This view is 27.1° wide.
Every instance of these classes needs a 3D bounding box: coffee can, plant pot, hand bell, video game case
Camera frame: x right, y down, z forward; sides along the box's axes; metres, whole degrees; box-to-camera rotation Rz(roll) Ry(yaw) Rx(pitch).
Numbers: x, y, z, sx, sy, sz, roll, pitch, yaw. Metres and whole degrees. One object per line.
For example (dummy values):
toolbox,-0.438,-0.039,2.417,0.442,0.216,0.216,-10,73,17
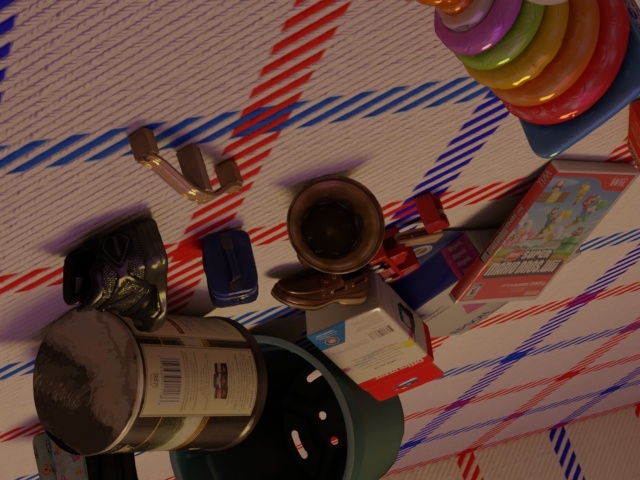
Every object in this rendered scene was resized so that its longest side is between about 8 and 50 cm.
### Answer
coffee can,-0.238,0.200,1.883,0.201,0.201,0.275,-31,157,29
plant pot,-0.030,0.326,2.280,0.341,0.341,0.334,-28,167,22
hand bell,0.000,0.000,1.774,0.126,0.126,0.242,-16,173,-12
video game case,0.341,-0.009,2.026,0.204,0.025,0.285,-1,135,-43

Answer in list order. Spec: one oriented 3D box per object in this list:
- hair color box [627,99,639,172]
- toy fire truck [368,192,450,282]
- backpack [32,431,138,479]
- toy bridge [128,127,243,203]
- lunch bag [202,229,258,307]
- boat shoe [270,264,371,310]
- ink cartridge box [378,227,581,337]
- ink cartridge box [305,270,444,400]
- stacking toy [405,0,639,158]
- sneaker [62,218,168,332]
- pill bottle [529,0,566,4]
hair color box,0.481,-0.157,1.850,0.093,0.053,0.167,-23,159,4
toy fire truck,0.129,-0.001,1.933,0.135,0.047,0.192,-24,161,8
backpack,-0.389,0.384,2.240,0.144,0.188,0.166,-27,160,18
toy bridge,-0.138,-0.073,1.458,0.026,0.063,0.188,-28,158,22
lunch bag,-0.117,0.039,1.723,0.067,0.098,0.065,-12,157,-7
boat shoe,0.003,0.063,1.975,0.178,0.064,0.060,-3,123,-40
ink cartridge box,0.210,0.079,2.194,0.330,0.071,0.324,-5,156,-40
ink cartridge box,0.090,0.158,2.135,0.134,0.078,0.231,-24,136,20
stacking toy,0.170,-0.220,1.287,0.302,0.175,0.166,19,133,-40
sneaker,-0.257,0.056,1.659,0.130,0.087,0.227,-14,157,-11
pill bottle,0.222,-0.295,1.135,0.117,0.118,0.208,-14,159,-18
